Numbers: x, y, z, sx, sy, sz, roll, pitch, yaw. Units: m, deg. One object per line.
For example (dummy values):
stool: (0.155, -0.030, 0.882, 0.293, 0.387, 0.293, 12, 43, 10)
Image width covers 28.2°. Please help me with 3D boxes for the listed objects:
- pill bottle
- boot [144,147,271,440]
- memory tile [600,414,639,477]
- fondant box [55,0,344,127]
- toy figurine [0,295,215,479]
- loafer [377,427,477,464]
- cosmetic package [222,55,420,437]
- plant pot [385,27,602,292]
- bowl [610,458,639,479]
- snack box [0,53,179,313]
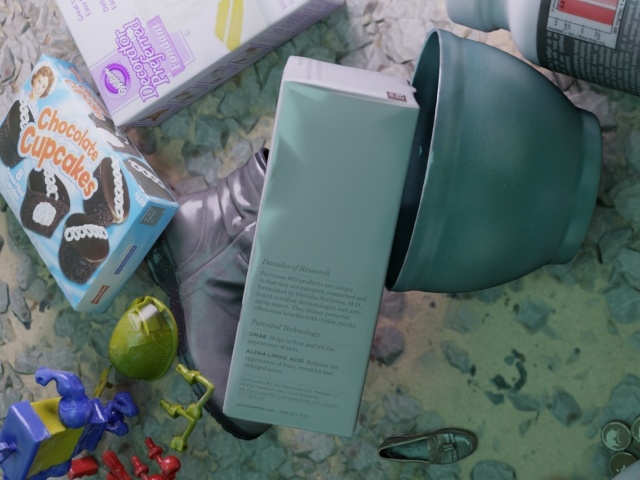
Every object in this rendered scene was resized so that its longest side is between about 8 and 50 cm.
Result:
pill bottle: (0.327, -0.263, 1.340, 0.363, 0.210, 0.210, 20, 103, 21)
boot: (-0.081, 0.070, 1.618, 0.223, 0.118, 0.338, -25, 89, 19)
memory tile: (0.394, 0.272, 1.472, 0.113, 0.012, 0.148, -18, 88, 25)
fondant box: (-0.167, -0.324, 1.623, 0.330, 0.096, 0.238, -29, 83, 25)
toy figurine: (-0.313, 0.250, 1.612, 0.191, 0.217, 0.362, 55, 135, 26)
loafer: (0.130, 0.260, 1.575, 0.125, 0.039, 0.045, -9, 91, 25)
cosmetic package: (0.000, 0.000, 1.439, 0.156, 0.217, 0.385, 9, 103, -2)
plant pot: (0.193, -0.072, 1.405, 0.196, 0.293, 0.293, 10, 100, -3)
bowl: (0.421, 0.370, 1.331, 0.298, 0.134, 0.298, 0, 91, -8)
snack box: (-0.327, -0.079, 1.685, 0.187, 0.060, 0.322, -53, 54, 19)
